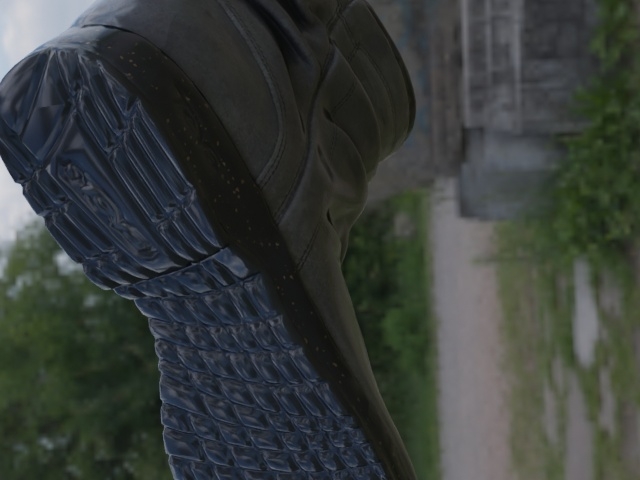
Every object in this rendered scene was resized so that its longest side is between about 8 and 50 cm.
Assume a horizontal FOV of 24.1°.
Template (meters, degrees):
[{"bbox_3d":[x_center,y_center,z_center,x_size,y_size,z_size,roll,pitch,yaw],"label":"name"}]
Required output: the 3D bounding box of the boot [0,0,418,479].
[{"bbox_3d":[0.000,0.000,0.723,0.223,0.118,0.338,-55,-49,-49],"label":"boot"}]
